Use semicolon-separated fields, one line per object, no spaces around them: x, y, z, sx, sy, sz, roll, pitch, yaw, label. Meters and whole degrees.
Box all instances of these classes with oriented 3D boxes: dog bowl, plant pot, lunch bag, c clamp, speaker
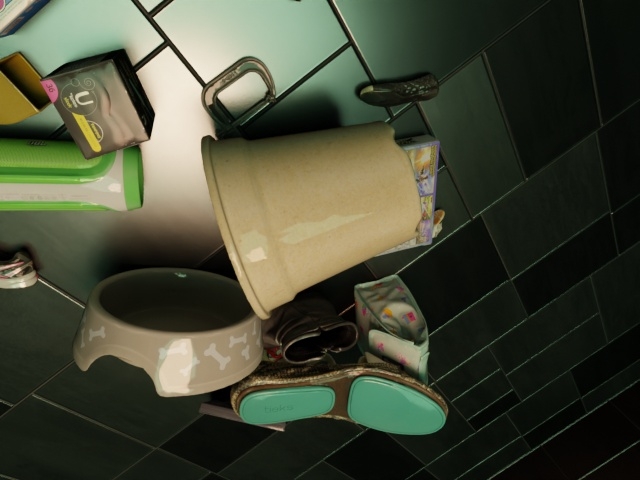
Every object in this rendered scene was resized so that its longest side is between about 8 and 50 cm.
-0.276;0.150;0.785;0.350;0.349;0.102;6;104;-23;dog bowl
-0.485;-0.227;0.631;0.084;0.081;0.081;-25;126;9;plant pot
0.191;0.256;1.050;0.160;0.262;0.223;-13;124;-12;lunch bag
-0.147;-0.256;0.769;0.161;0.022;0.137;-39;120;8;c clamp
-0.004;-0.066;0.727;0.306;0.333;0.333;-18;124;-3;plant pot
-0.461;-0.108;0.679;0.297;0.131;0.131;-2;120;-19;speaker

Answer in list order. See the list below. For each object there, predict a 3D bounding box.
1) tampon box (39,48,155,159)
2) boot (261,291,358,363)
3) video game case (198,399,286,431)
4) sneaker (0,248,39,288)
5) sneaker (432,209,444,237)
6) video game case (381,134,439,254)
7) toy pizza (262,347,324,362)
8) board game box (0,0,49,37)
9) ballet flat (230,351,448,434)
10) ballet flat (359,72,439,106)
-0.336;-0.219;0.636;0.102;0.161;0.120;-20;124;-7;tampon box
-0.102;0.215;0.934;0.339;0.223;0.118;-19;106;-12;boot
-0.192;0.439;1.029;0.196;0.026;0.274;14;159;-3;video game case
-0.636;0.048;0.759;0.179;0.072;0.077;-4;109;-27;sneaker
0.301;-0.044;1.052;0.037;0.032;0.083;0;126;-36;sneaker
0.144;-0.091;0.944;0.245;0.061;0.269;-12;123;-10;video game case
-0.066;0.297;1.123;0.202;0.032;0.201;-9;122;-14;toy pizza
-0.426;-0.477;0.493;0.308;0.086;0.302;-37;125;5;board game box
0.043;0.330;0.941;0.484;0.182;0.163;5;113;-7;ballet flat
0.161;-0.309;0.836;0.173;0.049;0.057;-10;167;-13;ballet flat
